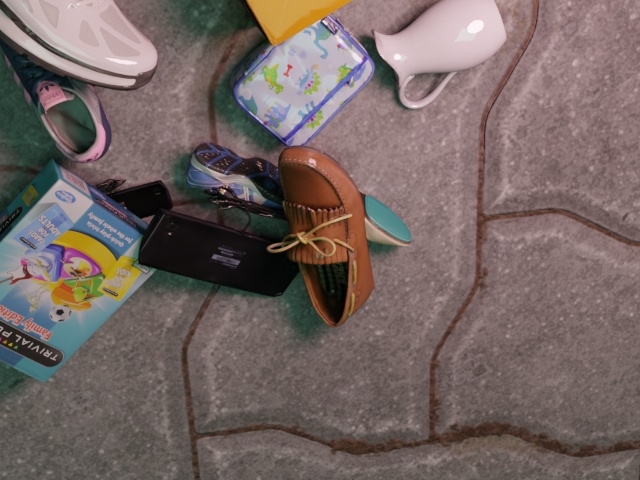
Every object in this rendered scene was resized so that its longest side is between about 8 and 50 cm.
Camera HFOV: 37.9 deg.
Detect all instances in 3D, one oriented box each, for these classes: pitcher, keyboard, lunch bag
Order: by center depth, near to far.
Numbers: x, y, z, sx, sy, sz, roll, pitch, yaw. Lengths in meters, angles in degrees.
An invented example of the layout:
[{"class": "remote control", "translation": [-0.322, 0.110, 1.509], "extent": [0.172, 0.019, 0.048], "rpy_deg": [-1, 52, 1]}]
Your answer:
[{"class": "lunch bag", "translation": [-0.028, -0.276, 1.577], "extent": [0.219, 0.090, 0.176], "rpy_deg": [-43, 116, 8]}, {"class": "pitcher", "translation": [0.212, -0.323, 1.599], "extent": [0.207, 0.125, 0.178], "rpy_deg": [-21, 135, 9]}, {"class": "keyboard", "translation": [-0.361, -0.072, 1.628], "extent": [0.192, 0.038, 0.100], "rpy_deg": [-16, 137, -6]}, {"class": "keyboard", "translation": [-0.149, -0.003, 1.635], "extent": [0.317, 0.033, 0.201], "rpy_deg": [17, 122, -37]}]

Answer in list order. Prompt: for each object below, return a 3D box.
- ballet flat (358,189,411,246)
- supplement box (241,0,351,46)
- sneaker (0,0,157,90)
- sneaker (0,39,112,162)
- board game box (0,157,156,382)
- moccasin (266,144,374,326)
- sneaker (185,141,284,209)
[{"class": "ballet flat", "translation": [0.057, -0.056, 1.695], "extent": [0.248, 0.086, 0.086], "rpy_deg": [40, 99, -21]}, {"class": "supplement box", "translation": [-0.038, -0.420, 1.455], "extent": [0.191, 0.194, 0.129], "rpy_deg": [-31, 114, 2]}, {"class": "sneaker", "translation": [-0.387, -0.418, 1.325], "extent": [0.447, 0.169, 0.257], "rpy_deg": [34, 122, -17]}, {"class": "sneaker", "translation": [-0.429, -0.265, 1.472], "extent": [0.112, 0.131, 0.319], "rpy_deg": [-31, 110, 2]}, {"class": "board game box", "translation": [-0.464, 0.061, 1.591], "extent": [0.336, 0.079, 0.254], "rpy_deg": [-45, 130, 8]}, {"class": "moccasin", "translation": [-0.003, -0.001, 1.608], "extent": [0.139, 0.147, 0.380], "rpy_deg": [14, 140, 21]}, {"class": "sneaker", "translation": [-0.138, -0.101, 1.641], "extent": [0.211, 0.080, 0.081], "rpy_deg": [24, 132, -22]}]
